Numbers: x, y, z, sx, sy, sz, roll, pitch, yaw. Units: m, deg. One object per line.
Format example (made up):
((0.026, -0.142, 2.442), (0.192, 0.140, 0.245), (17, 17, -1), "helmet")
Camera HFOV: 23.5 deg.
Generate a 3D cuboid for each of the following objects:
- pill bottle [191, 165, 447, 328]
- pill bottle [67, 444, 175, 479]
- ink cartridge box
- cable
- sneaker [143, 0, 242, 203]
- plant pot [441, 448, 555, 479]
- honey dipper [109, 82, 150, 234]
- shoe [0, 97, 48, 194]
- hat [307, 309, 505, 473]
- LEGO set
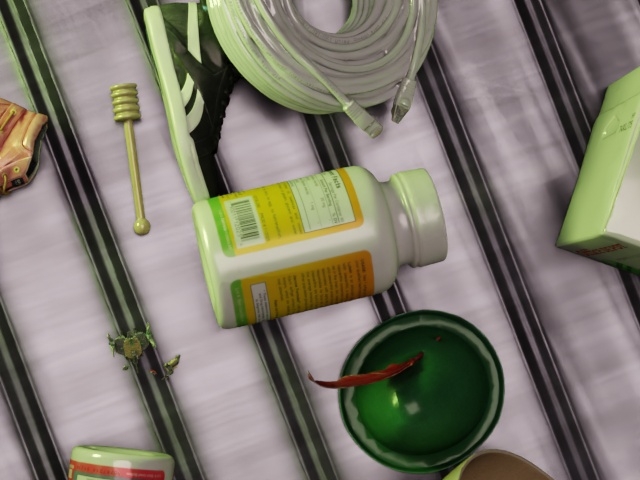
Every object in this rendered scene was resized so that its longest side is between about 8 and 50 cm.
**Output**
((0.000, 0.000, 1.590), (0.245, 0.136, 0.136), (-13, 87, -7), "pill bottle")
((-0.210, 0.303, 1.559), (0.107, 0.108, 0.180), (7, 85, -6), "pill bottle")
((0.419, -0.047, 1.608), (0.270, 0.198, 0.197), (19, 85, -3), "ink cartridge box")
((0.006, -0.260, 1.603), (0.257, 0.089, 0.257), (32, 70, -21), "cable")
((-0.105, -0.154, 1.619), (0.121, 0.079, 0.217), (-14, 87, -8), "sneaker")
((0.161, 0.379, 1.536), (0.191, 0.284, 0.284), (-38, 90, 27), "plant pot")
((-0.197, -0.086, 1.631), (0.030, 0.030, 0.161), (-9, 89, -7), "honey dipper")
((-0.346, -0.062, 1.594), (0.081, 0.063, 0.178), (19, 80, 1), "shoe")
((0.107, 0.161, 1.565), (0.208, 0.183, 0.173), (-27, 89, -7), "hat")
((-0.189, 0.117, 1.622), (0.054, 0.023, 0.083), (-44, 104, -5), "LEGO set")
